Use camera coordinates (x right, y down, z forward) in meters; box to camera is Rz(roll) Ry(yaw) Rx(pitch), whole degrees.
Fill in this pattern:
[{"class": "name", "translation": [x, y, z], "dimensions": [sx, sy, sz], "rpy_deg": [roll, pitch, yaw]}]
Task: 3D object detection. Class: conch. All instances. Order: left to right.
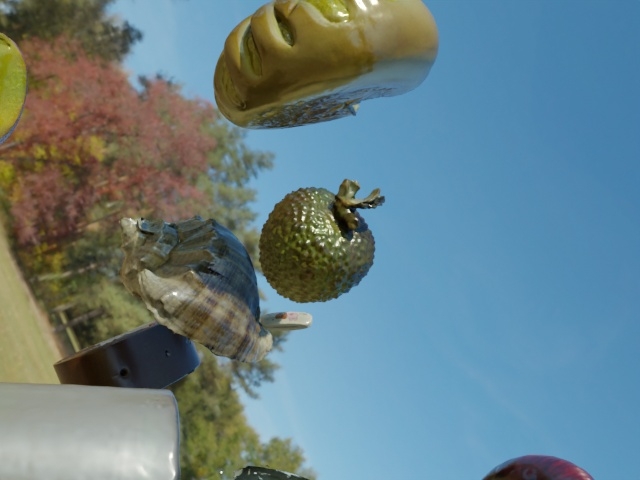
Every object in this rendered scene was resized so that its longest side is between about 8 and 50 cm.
[{"class": "conch", "translation": [-0.169, 0.053, 1.158], "dimensions": [0.291, 0.159, 0.210], "rpy_deg": [32, -2, -16]}]

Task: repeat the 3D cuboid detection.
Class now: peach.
[{"class": "peach", "translation": [-0.642, -0.266, 1.487], "dimensions": [0.159, 0.154, 0.267], "rpy_deg": [8, -84, 52]}]

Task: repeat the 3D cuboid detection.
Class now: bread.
[{"class": "bread", "translation": [-0.004, -0.254, 1.072], "dimensions": [0.333, 0.333, 0.160], "rpy_deg": [163, -87, -71]}]

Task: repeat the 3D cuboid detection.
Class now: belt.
[{"class": "belt", "translation": [-0.347, 0.230, 1.458], "dimensions": [0.338, 0.217, 0.122], "rpy_deg": [-24, 92, -78]}]

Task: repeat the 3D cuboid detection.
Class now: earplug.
[{"class": "earplug", "translation": [-0.384, 0.320, 0.958], "dimensions": [0.312, 0.394, 0.313], "rpy_deg": [-172, -90, -77]}]

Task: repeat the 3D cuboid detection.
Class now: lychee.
[{"class": "lychee", "translation": [-0.006, 0.007, 1.784], "dimensions": [0.270, 0.270, 0.320], "rpy_deg": [62, -27, 11]}]

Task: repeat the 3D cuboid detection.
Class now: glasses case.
[{"class": "glasses case", "translation": [-0.054, 0.130, 1.270], "dimensions": [0.032, 0.083, 0.021], "rpy_deg": [-82, 169, -60]}]

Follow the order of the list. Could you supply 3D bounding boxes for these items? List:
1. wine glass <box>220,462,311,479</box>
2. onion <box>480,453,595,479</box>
[{"class": "wine glass", "translation": [0.016, 0.437, 1.092], "dimensions": [0.190, 0.357, 0.190], "rpy_deg": [-158, -90, -76]}, {"class": "onion", "translation": [0.317, 0.459, 1.214], "dimensions": [0.273, 0.285, 0.273], "rpy_deg": [-31, -131, 44]}]
